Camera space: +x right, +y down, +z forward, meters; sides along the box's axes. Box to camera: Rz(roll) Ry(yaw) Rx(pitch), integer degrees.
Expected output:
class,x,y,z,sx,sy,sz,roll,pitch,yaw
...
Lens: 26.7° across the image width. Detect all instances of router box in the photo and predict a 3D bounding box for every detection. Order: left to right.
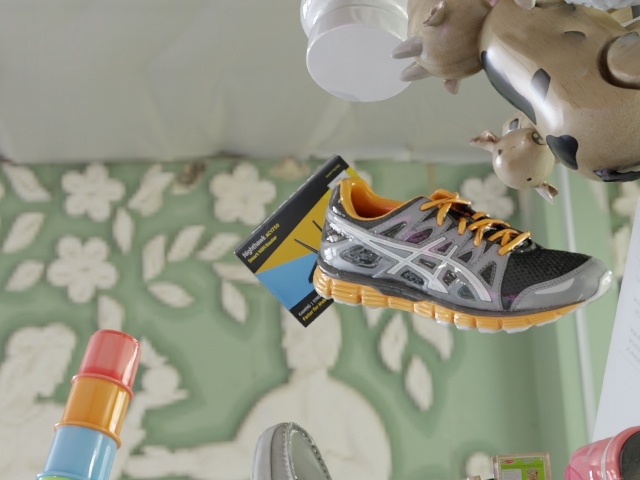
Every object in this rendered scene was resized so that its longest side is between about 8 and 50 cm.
class,x,y,z,sx,sy,sz,roll,pitch,yaw
router box,0.000,0.000,1.681,0.179,0.133,0.046,-44,9,0

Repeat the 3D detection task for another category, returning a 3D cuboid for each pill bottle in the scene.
class,x,y,z,sx,sy,sz,roll,pitch,yaw
pill bottle,0.056,-0.299,1.582,0.153,0.264,0.153,3,-37,3

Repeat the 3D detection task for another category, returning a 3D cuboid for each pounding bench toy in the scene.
class,x,y,z,sx,sy,sz,roll,pitch,yaw
pounding bench toy,0.188,0.244,1.371,0.083,0.052,0.065,-4,-10,1

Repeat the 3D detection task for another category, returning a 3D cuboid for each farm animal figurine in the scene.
class,x,y,z,sx,sy,sz,roll,pitch,yaw
farm animal figurine,0.153,-0.132,0.960,0.172,0.327,0.330,-38,-53,-3

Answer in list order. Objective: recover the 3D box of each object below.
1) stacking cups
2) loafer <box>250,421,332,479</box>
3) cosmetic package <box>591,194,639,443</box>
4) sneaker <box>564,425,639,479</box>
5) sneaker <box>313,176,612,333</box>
class,x,y,z,sx,sy,sz,roll,pitch,yaw
stacking cups,-0.266,0.250,1.521,0.096,0.316,0.096,12,-28,6
loafer,0.017,0.283,1.231,0.111,0.319,0.112,-40,-48,16
cosmetic package,0.538,0.170,1.500,0.329,0.393,0.327,-4,27,-19
sneaker,0.334,0.306,1.243,0.116,0.313,0.136,-32,4,-27
sneaker,0.088,0.007,0.900,0.215,0.083,0.084,7,15,28
